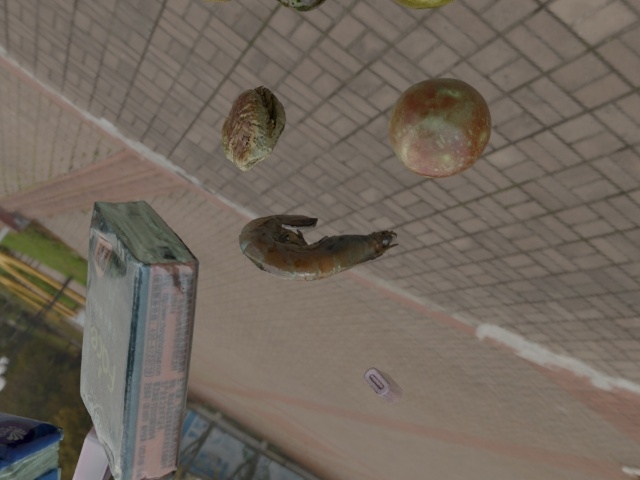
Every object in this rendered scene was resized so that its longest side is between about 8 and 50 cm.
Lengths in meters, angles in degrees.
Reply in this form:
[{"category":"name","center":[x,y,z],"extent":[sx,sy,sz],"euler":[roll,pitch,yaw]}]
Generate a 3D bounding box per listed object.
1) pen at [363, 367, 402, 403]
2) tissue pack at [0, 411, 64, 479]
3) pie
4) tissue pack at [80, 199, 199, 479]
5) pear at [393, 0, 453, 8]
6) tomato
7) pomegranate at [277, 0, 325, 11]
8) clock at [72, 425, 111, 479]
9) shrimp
[{"category":"pen","center":[0.096,0.222,1.070],"extent":[0.053,0.032,0.197],"euler":[46,178,20]},{"category":"tissue pack","center":[-0.390,0.246,0.611],"extent":[0.198,0.146,0.263],"euler":[6,-176,15]},{"category":"pie","center":[-0.143,-0.225,1.411],"extent":[0.079,0.163,0.193],"euler":[19,-155,-36]},{"category":"tissue pack","center":[-0.246,0.128,0.938],"extent":[0.103,0.315,0.228],"euler":[-2,-157,-30]},{"category":"pear","center":[0.113,-0.332,0.760],"extent":[0.149,0.162,0.149],"euler":[2,136,2]},{"category":"tomato","center":[0.308,-0.307,1.830],"extent":[0.270,0.270,0.222],"euler":[23,151,20]},{"category":"pomegranate","center":[-0.043,-0.508,1.384],"extent":[0.138,0.125,0.163],"euler":[19,173,4]},{"category":"clock","center":[-0.463,0.443,1.523],"extent":[0.063,0.150,0.197],"euler":[25,122,-1]},{"category":"shrimp","center":[0.000,-0.002,0.987],"extent":[0.251,0.052,0.143],"euler":[-3,-143,-38]}]
